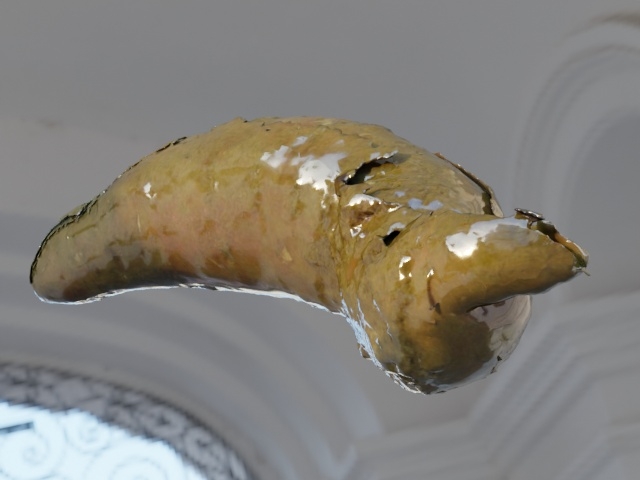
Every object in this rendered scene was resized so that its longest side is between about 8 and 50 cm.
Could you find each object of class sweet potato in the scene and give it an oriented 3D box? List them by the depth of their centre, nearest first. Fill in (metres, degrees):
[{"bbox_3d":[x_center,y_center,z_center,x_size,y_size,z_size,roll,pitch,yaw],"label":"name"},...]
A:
[{"bbox_3d":[0.004,-0.001,0.698,0.124,0.098,0.310,-27,24,-38],"label":"sweet potato"}]
